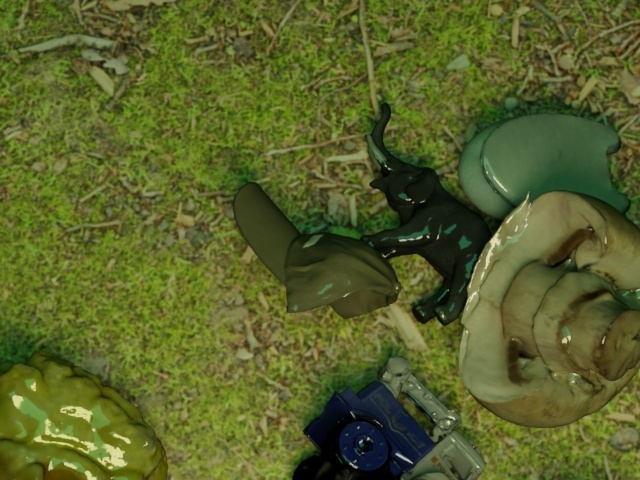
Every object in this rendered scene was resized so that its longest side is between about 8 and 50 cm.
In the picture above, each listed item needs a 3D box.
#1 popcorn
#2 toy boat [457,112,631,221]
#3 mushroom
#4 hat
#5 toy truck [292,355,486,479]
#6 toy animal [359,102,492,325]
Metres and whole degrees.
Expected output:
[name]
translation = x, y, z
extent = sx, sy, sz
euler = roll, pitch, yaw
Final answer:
[popcorn]
translation = -0.268, 0.254, 1.676
extent = 0.225, 0.174, 0.286
euler = -19, 78, -14
[toy boat]
translation = 0.249, -0.074, 1.826
extent = 0.208, 0.079, 0.134
euler = -1, 78, -22
[mushroom]
translation = 0.279, 0.086, 1.717
extent = 0.195, 0.189, 0.253
euler = 24, 95, 48
[hat]
translation = 0.000, 0.000, 1.740
extent = 0.144, 0.166, 0.173
euler = -20, 80, 16
[toy truck]
translation = 0.083, 0.247, 1.713
extent = 0.177, 0.161, 0.213
euler = -36, 80, -33
[toy animal]
translation = 0.101, -0.017, 1.802
extent = 0.137, 0.082, 0.269
euler = -35, 76, -13
